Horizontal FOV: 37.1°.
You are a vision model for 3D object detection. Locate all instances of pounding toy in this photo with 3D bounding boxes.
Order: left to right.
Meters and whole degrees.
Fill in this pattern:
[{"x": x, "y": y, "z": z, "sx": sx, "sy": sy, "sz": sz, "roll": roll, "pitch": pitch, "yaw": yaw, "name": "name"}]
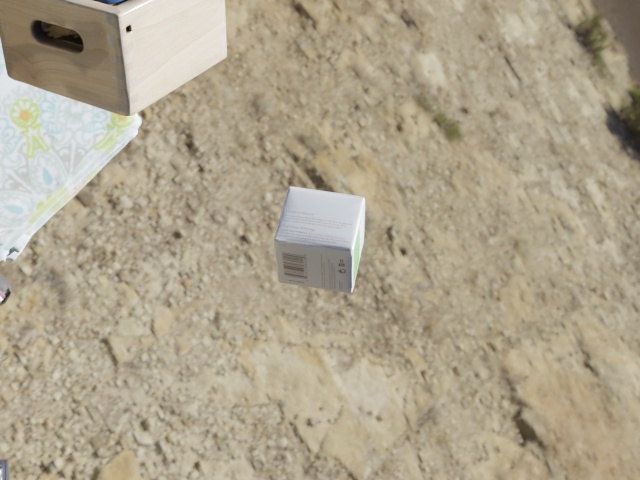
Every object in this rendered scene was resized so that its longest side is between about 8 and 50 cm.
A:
[{"x": -0.206, "y": -0.167, "z": 0.734, "sx": 0.181, "sy": 0.094, "sz": 0.206, "roll": 20, "pitch": 39, "yaw": 24, "name": "pounding toy"}]

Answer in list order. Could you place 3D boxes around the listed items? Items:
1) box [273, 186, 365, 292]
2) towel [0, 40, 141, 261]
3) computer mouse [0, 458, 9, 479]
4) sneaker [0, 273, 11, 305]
[{"x": 0.000, "y": 0.000, "z": 1.206, "sx": 0.102, "sy": 0.101, "sz": 0.087, "roll": 8, "pitch": 56, "yaw": 7, "name": "box"}, {"x": -0.475, "y": -0.175, "z": 1.347, "sx": 0.374, "sy": 0.320, "sz": 0.090, "roll": 46, "pitch": -3, "yaw": -41, "name": "towel"}, {"x": -0.590, "y": 0.475, "z": 1.533, "sx": 0.060, "sy": 0.184, "sz": 0.262, "roll": 41, "pitch": 52, "yaw": 0, "name": "computer mouse"}, {"x": -0.427, "y": -0.052, "z": 1.130, "sx": 0.162, "sy": 0.106, "sz": 0.281, "roll": -53, "pitch": 137, "yaw": -19, "name": "sneaker"}]
